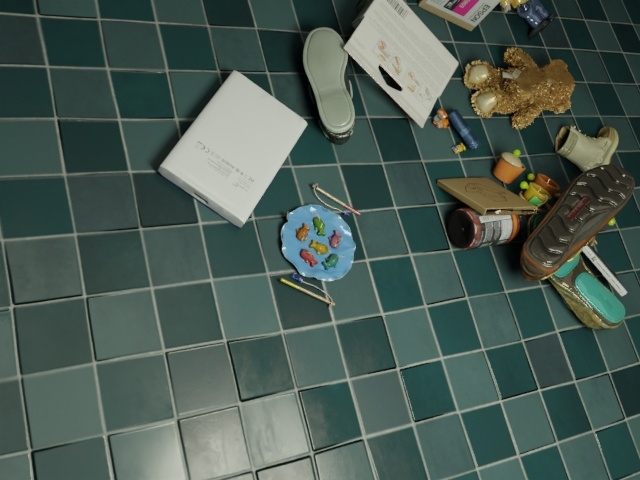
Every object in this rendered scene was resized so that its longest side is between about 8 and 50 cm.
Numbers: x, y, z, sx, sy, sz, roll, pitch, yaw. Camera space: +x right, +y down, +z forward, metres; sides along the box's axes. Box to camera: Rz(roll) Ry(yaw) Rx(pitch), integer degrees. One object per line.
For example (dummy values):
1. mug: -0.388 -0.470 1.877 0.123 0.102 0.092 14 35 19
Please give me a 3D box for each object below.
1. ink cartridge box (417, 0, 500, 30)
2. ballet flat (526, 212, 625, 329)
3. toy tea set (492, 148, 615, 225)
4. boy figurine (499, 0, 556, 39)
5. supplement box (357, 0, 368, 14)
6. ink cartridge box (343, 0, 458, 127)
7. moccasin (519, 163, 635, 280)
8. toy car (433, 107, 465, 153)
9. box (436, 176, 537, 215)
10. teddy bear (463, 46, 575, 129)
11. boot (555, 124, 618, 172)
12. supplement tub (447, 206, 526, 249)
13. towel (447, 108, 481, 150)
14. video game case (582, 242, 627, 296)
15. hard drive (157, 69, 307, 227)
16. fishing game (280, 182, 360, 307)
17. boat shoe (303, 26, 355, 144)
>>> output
1. ink cartridge box: 0.416 -0.724 1.917 0.193 0.234 0.088 19 62 -18
2. ballet flat: 0.627 0.089 1.741 0.123 0.123 0.348 -37 85 -34
3. toy tea set: 0.622 -0.143 1.796 0.336 0.124 0.200 24 29 -15
4. boy figurine: 0.599 -0.762 2.113 0.285 0.092 0.177 46 57 -1
5. supplement box: 0.149 -0.613 1.840 0.083 0.056 0.083 8 65 -24
6. ink cartridge box: 0.199 -0.468 1.759 0.296 0.066 0.261 41 62 -20
7. moccasin: 0.622 -0.042 1.654 0.139 0.147 0.380 36 71 16
8. toy car: 0.336 -0.287 1.795 0.040 0.060 0.122 -29 75 -1
9. box: 0.412 -0.112 1.696 0.164 0.021 0.201 -3 28 -27
10. teddy bear: 0.561 -0.433 1.955 0.338 0.113 0.245 -25 74 -25
11. boot: 0.784 -0.294 2.011 0.165 0.077 0.213 34 60 -8
12. supplement tub: 0.420 -0.039 1.697 0.197 0.106 0.106 -8 73 -32
13. towel: 0.383 -0.294 1.823 0.119 0.029 0.067 55 25 1
14. video game case: 0.734 0.052 1.802 0.173 0.022 0.190 49 20 0
15. hard drive: -0.185 -0.208 1.503 0.210 0.040 0.319 35 58 -10
16. fishing game: 0.000 0.000 1.508 0.189 0.041 0.264 31 58 -15
17. boat shoe: 0.020 -0.375 1.654 0.114 0.091 0.303 -4 68 0
